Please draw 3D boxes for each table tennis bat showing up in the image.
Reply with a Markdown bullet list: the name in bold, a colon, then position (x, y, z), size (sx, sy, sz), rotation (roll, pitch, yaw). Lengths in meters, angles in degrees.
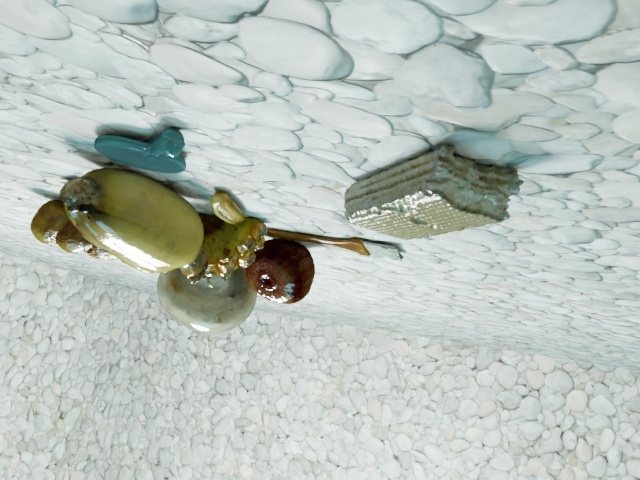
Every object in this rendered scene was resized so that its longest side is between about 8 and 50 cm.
- **table tennis bat**: position (-0.224, -0.115, 0.860), size (0.124, 0.033, 0.201), rotation (16, 171, -30)

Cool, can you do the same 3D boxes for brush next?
- **brush**: position (0.000, 0.000, 1.253), size (0.314, 0.017, 0.090), rotation (9, 166, 17)

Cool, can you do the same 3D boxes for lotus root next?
- **lotus root**: position (-0.294, -0.030, 1.080), size (0.146, 0.131, 0.303), rotation (-12, 149, 29)

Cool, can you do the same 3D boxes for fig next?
- **fig**: position (-0.056, 0.049, 1.362), size (0.146, 0.134, 0.201), rotation (38, -150, 18)

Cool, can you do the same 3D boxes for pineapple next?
- **pineapple**: position (-0.216, 0.017, 1.242), size (0.232, 0.135, 0.079), rotation (7, 167, 30)

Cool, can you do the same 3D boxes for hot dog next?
- **hot dog**: position (-0.159, -0.054, 1.102), size (0.043, 0.028, 0.137), rotation (-16, 168, 4)

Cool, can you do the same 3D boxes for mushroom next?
- **mushroom**: position (-0.264, 0.092, 1.575), size (0.243, 0.244, 0.243), rotation (11, 169, 2)

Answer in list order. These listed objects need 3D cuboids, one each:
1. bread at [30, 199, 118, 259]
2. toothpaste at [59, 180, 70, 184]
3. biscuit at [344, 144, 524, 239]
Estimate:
- **bread**: position (-0.448, -0.011, 1.433), size (0.343, 0.124, 0.084), rotation (14, 139, -12)
- **toothpaste**: position (-0.389, -0.070, 1.237), size (0.194, 0.043, 0.067), rotation (28, 164, -38)
- **biscuit**: position (0.117, -0.048, 0.767), size (0.108, 0.062, 0.239), rotation (16, 168, -21)
